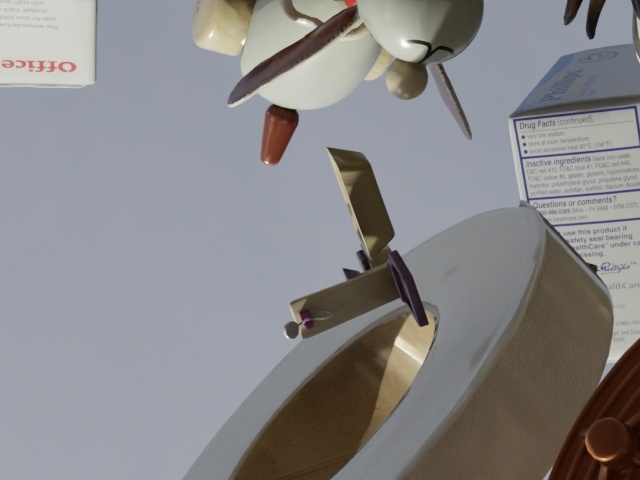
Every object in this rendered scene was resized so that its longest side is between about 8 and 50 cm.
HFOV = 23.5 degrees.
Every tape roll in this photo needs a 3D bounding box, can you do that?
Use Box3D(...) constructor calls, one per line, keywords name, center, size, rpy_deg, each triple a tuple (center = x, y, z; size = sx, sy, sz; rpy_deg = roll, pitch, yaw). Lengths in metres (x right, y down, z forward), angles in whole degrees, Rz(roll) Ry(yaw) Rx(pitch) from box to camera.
Box3D(name="tape roll", center=(0.026, 0.136, 1.022), size=(0.072, 0.392, 0.392), rpy_deg=(45, -129, -11))

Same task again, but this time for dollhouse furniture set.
Box3D(name="dollhouse furniture set", center=(0.000, 0.000, 0.909), size=(0.091, 0.081, 0.114), rpy_deg=(-116, 5, -65))

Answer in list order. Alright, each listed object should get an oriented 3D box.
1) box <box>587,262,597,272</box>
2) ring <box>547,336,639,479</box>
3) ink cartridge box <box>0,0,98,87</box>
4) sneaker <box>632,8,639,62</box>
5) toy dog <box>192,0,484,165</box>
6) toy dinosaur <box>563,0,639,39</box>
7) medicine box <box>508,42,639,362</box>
Box3D(name="box", center=(0.213, 0.138, 1.483), size=(0.136, 0.036, 0.225), rpy_deg=(-20, -58, -61))
Box3D(name="ring", center=(0.234, 0.142, 0.638), size=(0.032, 0.337, 0.336), rpy_deg=(38, -122, -50))
Box3D(name="ink cartridge box", center=(-0.202, -0.181, 0.958), size=(0.127, 0.175, 0.072), rpy_deg=(0, -127, -9))
Box3D(name="sneaker", center=(0.338, -0.262, 1.201), size=(0.106, 0.162, 0.281), rpy_deg=(4, -91, -65))
Box3D(name="toy dog", center=(0.002, -0.123, 1.080), size=(0.333, 0.220, 0.161), rpy_deg=(-64, -16, -85))
Box3D(name="toy dinosaur", center=(0.242, -0.109, 0.922), size=(0.200, 0.127, 0.295), rpy_deg=(7, -118, -24))
Box3D(name="medicine box", center=(0.326, -0.047, 1.694), size=(0.263, 0.149, 0.289), rpy_deg=(-46, -52, -62))
